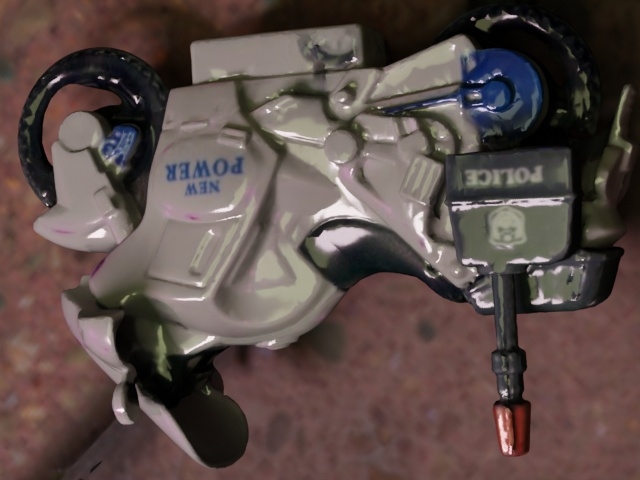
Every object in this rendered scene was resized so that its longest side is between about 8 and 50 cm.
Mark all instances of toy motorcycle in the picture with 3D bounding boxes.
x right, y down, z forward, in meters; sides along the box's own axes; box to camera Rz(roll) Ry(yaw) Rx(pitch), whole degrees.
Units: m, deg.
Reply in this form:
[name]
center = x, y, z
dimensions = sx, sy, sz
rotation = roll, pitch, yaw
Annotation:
[toy motorcycle]
center = 0.000, 0.000, 0.652
dimensions = 0.221, 0.102, 0.150
rotation = -5, 88, 19
